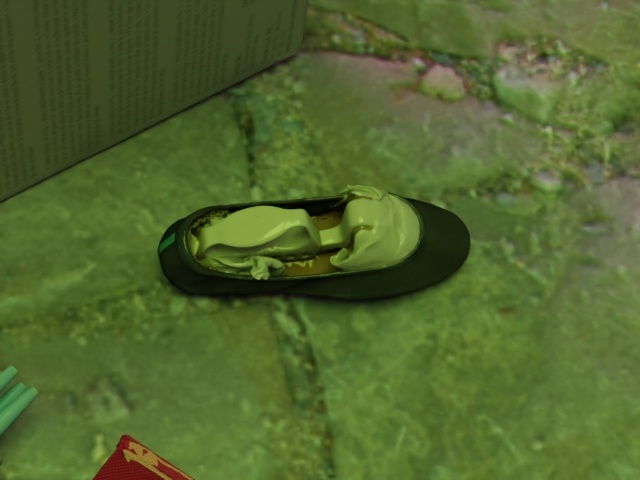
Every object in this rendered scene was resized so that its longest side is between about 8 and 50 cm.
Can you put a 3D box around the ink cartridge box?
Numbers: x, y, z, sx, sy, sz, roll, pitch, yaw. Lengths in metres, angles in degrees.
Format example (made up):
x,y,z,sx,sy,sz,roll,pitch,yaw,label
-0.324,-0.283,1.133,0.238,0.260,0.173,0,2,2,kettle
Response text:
x,y,z,sx,sy,sz,roll,pitch,yaw,label
-0.179,-0.135,1.156,0.385,0.308,0.091,-27,72,-16,ink cartridge box

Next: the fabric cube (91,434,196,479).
x,y,z,sx,sy,sz,roll,pitch,yaw,label
-0.079,0.303,1.003,0.254,0.259,0.258,32,64,8,fabric cube

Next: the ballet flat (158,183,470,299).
x,y,z,sx,sy,sz,roll,pitch,yaw,label
0.000,0.000,1.249,0.203,0.074,0.074,-3,67,-9,ballet flat

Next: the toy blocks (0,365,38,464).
x,y,z,sx,sy,sz,roll,pitch,yaw,label
-0.253,0.110,1.177,0.123,0.054,0.148,42,68,11,toy blocks
